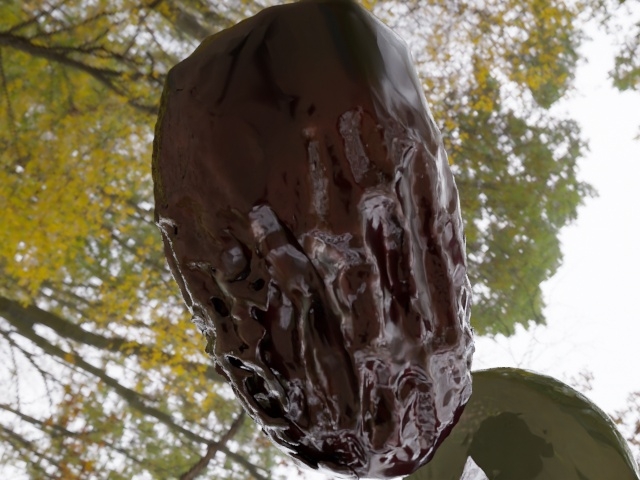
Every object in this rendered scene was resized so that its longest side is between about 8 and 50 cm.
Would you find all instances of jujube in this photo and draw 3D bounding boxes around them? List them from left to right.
[{"bbox_3d":[0.000,0.000,0.646,0.258,0.377,0.258,-7,-162,2],"label":"jujube"}]

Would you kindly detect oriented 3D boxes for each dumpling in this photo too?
[{"bbox_3d":[0.197,0.272,0.875,0.321,0.211,0.270,60,-38,42],"label":"dumpling"}]

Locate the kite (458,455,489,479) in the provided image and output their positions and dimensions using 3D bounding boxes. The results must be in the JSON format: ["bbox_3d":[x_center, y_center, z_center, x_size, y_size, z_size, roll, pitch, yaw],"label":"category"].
[{"bbox_3d":[0.080,0.192,0.467,0.005,0.137,0.153,10,-72,34],"label":"kite"}]
